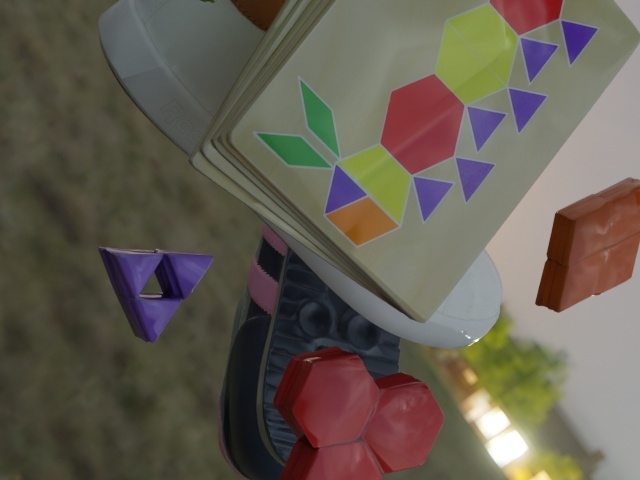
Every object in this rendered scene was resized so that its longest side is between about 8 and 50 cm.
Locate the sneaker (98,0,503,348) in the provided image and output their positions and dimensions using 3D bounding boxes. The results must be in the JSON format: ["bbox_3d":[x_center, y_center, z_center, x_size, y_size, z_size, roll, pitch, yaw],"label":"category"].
[{"bbox_3d":[0.030,-0.047,0.940,0.290,0.123,0.106,40,20,-42],"label":"sneaker"}]

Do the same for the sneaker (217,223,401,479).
[{"bbox_3d":[0.000,0.000,1.200,0.112,0.319,0.131,25,-23,-19],"label":"sneaker"}]

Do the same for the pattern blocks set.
[{"bbox_3d":[0.043,-0.065,0.830,0.285,0.325,0.026,53,-15,-29],"label":"pattern blocks set"}]
